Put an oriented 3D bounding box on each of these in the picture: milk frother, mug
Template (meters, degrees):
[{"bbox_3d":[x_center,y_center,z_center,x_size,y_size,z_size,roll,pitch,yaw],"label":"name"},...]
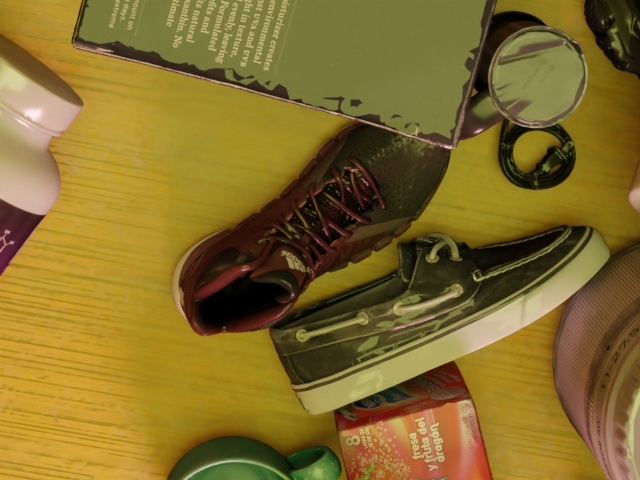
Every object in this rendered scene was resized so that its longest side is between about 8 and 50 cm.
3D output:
[{"bbox_3d":[0.182,-0.111,1.683,0.143,0.135,0.129,36,98,-10],"label":"milk frother"},{"bbox_3d":[-0.064,0.238,1.757,0.157,0.097,0.129,2,101,-5],"label":"mug"}]

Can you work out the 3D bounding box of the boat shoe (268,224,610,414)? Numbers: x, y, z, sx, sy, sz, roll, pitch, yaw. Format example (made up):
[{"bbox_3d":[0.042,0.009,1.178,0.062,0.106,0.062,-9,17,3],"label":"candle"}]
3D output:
[{"bbox_3d":[0.100,0.043,1.729,0.301,0.108,0.102,-25,102,7],"label":"boat shoe"}]

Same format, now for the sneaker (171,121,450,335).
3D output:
[{"bbox_3d":[0.000,0.000,1.679,0.281,0.162,0.106,-38,102,4],"label":"sneaker"}]

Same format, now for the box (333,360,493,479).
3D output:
[{"bbox_3d":[0.097,0.252,1.755,0.122,0.128,0.257,-14,102,0],"label":"box"}]

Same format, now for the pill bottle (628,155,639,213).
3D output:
[{"bbox_3d":[0.392,-0.185,1.583,0.224,0.224,0.392,21,80,-8],"label":"pill bottle"}]

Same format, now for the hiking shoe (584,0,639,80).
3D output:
[{"bbox_3d":[0.331,-0.144,1.712,0.114,0.086,0.227,-38,103,4],"label":"hiking shoe"}]

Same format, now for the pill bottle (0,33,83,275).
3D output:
[{"bbox_3d":[-0.339,-0.020,1.643,0.181,0.181,0.323,36,97,-10],"label":"pill bottle"}]

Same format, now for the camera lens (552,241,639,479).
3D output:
[{"bbox_3d":[0.321,0.123,1.669,0.219,0.274,0.219,-1,102,-4],"label":"camera lens"}]

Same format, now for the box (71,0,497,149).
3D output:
[{"bbox_3d":[-0.027,-0.210,1.568,0.294,0.296,0.183,16,100,-8],"label":"box"}]
